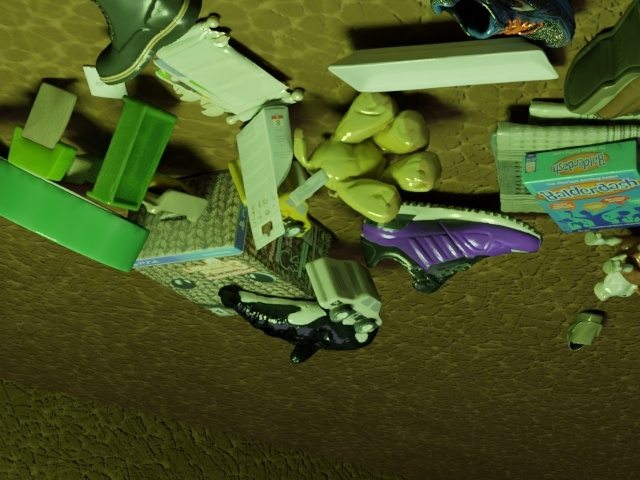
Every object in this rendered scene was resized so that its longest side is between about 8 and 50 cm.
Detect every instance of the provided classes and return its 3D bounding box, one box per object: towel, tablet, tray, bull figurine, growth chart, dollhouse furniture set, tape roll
[{"bbox_3d":[0.411,-0.115,1.793,0.324,0.056,0.312,0,160,9],"label":"towel"},{"bbox_3d":[-0.304,-0.223,1.753,0.054,0.006,0.083,6,158,1],"label":"tablet"},{"bbox_3d":[0.157,-0.224,1.563,0.270,0.030,0.145,-2,175,19],"label":"tray"},{"bbox_3d":[0.549,0.026,2.002,0.188,0.101,0.310,10,159,-42],"label":"bull figurine"},{"bbox_3d":[-0.140,-0.224,1.687,0.172,0.021,0.237,-8,154,33],"label":"growth chart"},{"bbox_3d":[-0.295,-0.140,1.870,0.198,0.151,0.301,23,-177,21],"label":"dollhouse furniture set"},{"bbox_3d":[-0.426,-0.054,1.929,0.321,0.077,0.321,26,178,1],"label":"tape roll"}]

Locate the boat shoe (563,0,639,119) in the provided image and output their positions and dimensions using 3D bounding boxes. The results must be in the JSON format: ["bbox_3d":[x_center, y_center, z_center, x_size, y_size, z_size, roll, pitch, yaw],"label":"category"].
[{"bbox_3d":[0.406,-0.224,1.451,0.104,0.110,0.307,9,168,-17],"label":"boat shoe"}]

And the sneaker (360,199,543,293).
[{"bbox_3d":[0.205,0.017,1.993,0.293,0.146,0.102,8,-175,7],"label":"sneaker"}]

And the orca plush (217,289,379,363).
[{"bbox_3d":[-0.038,0.155,2.110,0.287,0.102,0.151,19,154,-29],"label":"orca plush"}]

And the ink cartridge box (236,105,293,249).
[{"bbox_3d":[-0.070,-0.088,1.773,0.045,0.179,0.145,-9,173,-21],"label":"ink cartridge box"}]

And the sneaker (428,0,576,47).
[{"bbox_3d":[0.200,-0.262,1.413,0.221,0.087,0.083,17,156,-27],"label":"sneaker"}]

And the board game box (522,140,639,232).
[{"bbox_3d":[0.396,-0.072,1.762,0.160,0.047,0.210,-6,157,27],"label":"board game box"}]

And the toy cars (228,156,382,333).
[{"bbox_3d":[0.000,0.000,1.962,0.087,0.176,0.393,-31,111,16],"label":"toy cars"}]

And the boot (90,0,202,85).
[{"bbox_3d":[-0.257,-0.280,1.531,0.137,0.077,0.198,27,137,-32],"label":"boot"}]

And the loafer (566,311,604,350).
[{"bbox_3d":[0.532,0.183,2.476,0.056,0.050,0.148,6,158,-1],"label":"loafer"}]

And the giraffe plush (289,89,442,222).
[{"bbox_3d":[0.063,-0.107,1.763,0.210,0.181,0.170,-22,177,8],"label":"giraffe plush"}]

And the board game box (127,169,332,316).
[{"bbox_3d":[-0.154,0.011,2.112,0.232,0.141,0.291,-8,155,31],"label":"board game box"}]
